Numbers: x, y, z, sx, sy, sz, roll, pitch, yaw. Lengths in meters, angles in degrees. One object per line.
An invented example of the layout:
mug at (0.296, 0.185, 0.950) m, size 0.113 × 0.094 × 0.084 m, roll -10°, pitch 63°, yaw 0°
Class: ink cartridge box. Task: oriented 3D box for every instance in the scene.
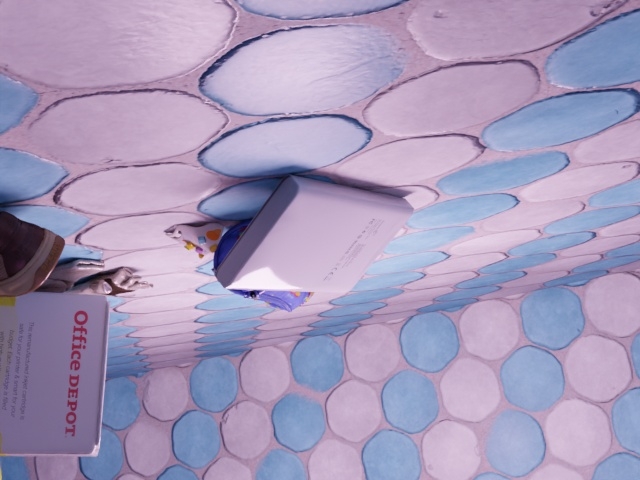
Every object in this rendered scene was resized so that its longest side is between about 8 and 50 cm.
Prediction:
ink cartridge box at (-0.572, 0.237, 1.513) m, size 0.384 × 0.279 × 0.160 m, roll 4°, pitch 164°, yaw -11°

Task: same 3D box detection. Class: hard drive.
hard drive at (0.000, 0.000, 1.370) m, size 0.307 × 0.040 × 0.203 m, roll 7°, pitch 127°, yaw -52°

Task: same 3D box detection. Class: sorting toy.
sorting toy at (-0.214, -0.005, 1.424) m, size 0.075 × 0.045 × 0.083 m, roll 21°, pitch 153°, yaw -29°

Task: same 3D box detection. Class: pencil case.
pencil case at (-0.092, 0.055, 1.544) m, size 0.119 × 0.133 × 0.306 m, roll -6°, pitch 168°, yaw 11°

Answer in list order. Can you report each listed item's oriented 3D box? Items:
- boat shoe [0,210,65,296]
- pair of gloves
boat shoe at (-0.506, 0.029, 1.220) m, size 0.342 × 0.123 × 0.123 m, roll -13°, pitch 138°, yaw 40°
pair of gloves at (-0.455, 0.085, 1.617) m, size 0.204 × 0.042 × 0.240 m, roll -14°, pitch 166°, yaw 21°
